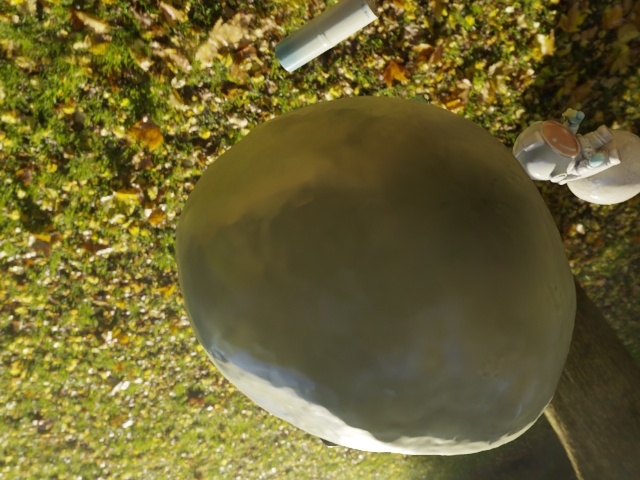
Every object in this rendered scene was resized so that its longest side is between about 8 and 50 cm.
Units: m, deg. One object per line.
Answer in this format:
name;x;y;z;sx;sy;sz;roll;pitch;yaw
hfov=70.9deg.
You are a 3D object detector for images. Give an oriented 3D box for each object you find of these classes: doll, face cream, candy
doll;0.471;-0.149;0.828;0.287;0.151;0.151;7;131;-23
face cream;0.010;-0.492;1.057;0.250;0.077;0.077;-20;143;29
candy;0.075;0.018;0.459;0.426;0.386;0.186;1;160;-22

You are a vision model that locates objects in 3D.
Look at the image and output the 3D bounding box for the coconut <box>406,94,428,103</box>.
coconut;0.205;-0.292;1.133;0.133;0.055;0.158;-11;159;6
